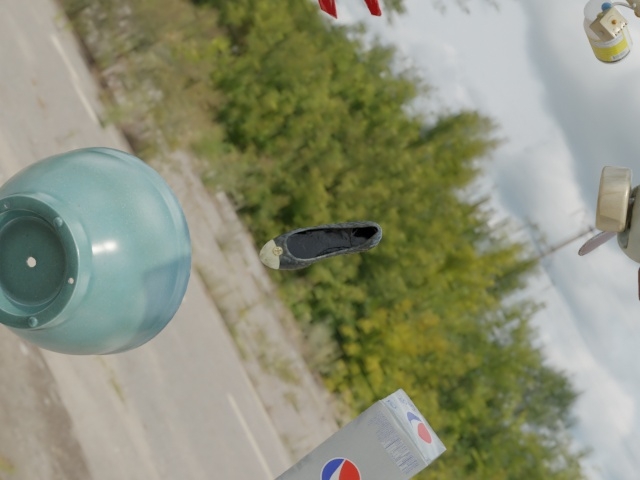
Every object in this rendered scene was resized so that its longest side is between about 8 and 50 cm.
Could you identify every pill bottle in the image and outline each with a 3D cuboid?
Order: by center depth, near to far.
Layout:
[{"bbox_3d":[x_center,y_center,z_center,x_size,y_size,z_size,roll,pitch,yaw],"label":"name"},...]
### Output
[{"bbox_3d":[0.458,-0.338,1.969,0.116,0.065,0.065,47,13,-55],"label":"pill bottle"}]

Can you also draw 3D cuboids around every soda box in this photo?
[{"bbox_3d":[0.001,0.291,1.409,0.091,0.286,0.098,53,15,10],"label":"soda box"}]

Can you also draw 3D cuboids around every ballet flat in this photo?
[{"bbox_3d":[0.000,0.000,1.687,0.049,0.173,0.057,105,-30,-71],"label":"ballet flat"}]

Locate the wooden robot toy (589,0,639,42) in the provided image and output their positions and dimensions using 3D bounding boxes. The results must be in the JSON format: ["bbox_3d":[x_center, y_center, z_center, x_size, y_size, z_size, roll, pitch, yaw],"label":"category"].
[{"bbox_3d":[0.396,-0.284,1.451,0.079,0.173,0.076,46,-29,-8],"label":"wooden robot toy"}]

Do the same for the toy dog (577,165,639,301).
[{"bbox_3d":[0.441,0.004,1.607,0.333,0.220,0.161,11,90,-55],"label":"toy dog"}]

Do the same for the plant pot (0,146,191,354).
[{"bbox_3d":[-0.345,0.021,1.637,0.293,0.293,0.196,62,19,6],"label":"plant pot"}]

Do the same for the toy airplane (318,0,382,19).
[{"bbox_3d":[0.011,-0.255,1.157,0.151,0.028,0.151,31,-27,18],"label":"toy airplane"}]
